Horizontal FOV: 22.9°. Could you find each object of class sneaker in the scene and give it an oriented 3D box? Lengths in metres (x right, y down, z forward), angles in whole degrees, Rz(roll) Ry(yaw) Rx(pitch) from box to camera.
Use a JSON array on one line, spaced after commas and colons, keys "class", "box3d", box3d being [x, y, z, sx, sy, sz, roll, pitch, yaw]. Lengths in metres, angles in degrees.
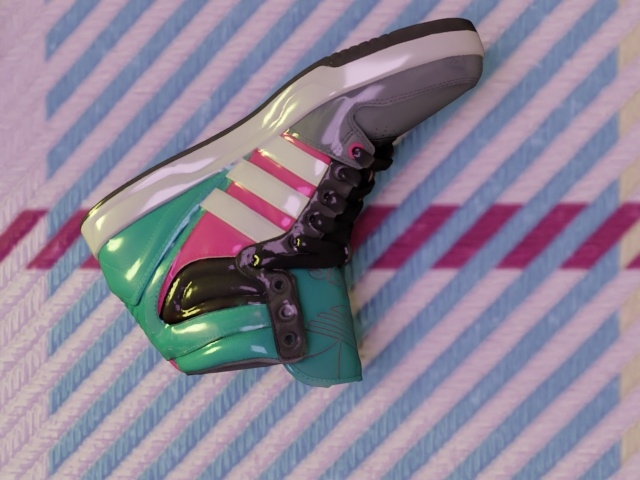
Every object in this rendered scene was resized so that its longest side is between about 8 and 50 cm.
[{"class": "sneaker", "box3d": [0.000, 0.000, 0.990, 0.295, 0.124, 0.178, -30, 78, 21]}]
